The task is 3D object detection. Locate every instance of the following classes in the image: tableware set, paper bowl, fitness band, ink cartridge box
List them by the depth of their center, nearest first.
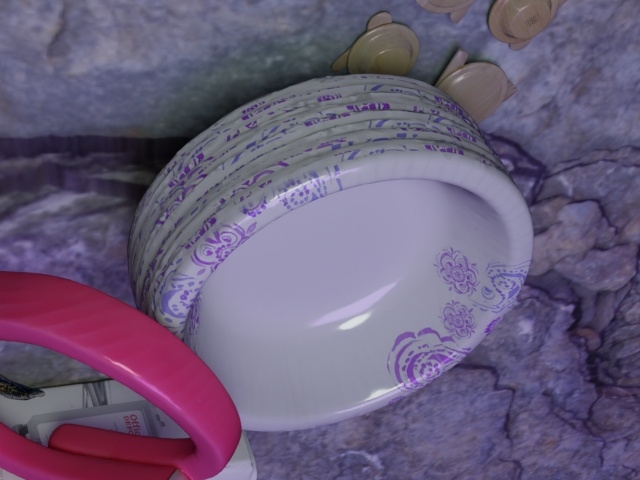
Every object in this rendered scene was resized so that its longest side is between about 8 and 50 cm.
[{"bbox_3d":[-0.190,0.107,0.783,0.290,0.054,0.209,-1,135,35],"label":"fitness band"},{"bbox_3d":[0.099,-0.149,0.802,0.168,0.020,0.141,18,124,-40],"label":"tableware set"},{"bbox_3d":[0.000,0.000,0.815,0.284,0.148,0.284,-14,138,-12],"label":"paper bowl"},{"bbox_3d":[-0.218,0.232,0.985,0.282,0.117,0.207,-5,136,-21],"label":"ink cartridge box"}]

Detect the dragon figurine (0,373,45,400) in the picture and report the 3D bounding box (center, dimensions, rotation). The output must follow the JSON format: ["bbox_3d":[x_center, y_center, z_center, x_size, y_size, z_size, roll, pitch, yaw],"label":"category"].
[{"bbox_3d":[-0.310,0.033,0.660,0.085,0.289,0.144,-50,172,31],"label":"dragon figurine"}]
